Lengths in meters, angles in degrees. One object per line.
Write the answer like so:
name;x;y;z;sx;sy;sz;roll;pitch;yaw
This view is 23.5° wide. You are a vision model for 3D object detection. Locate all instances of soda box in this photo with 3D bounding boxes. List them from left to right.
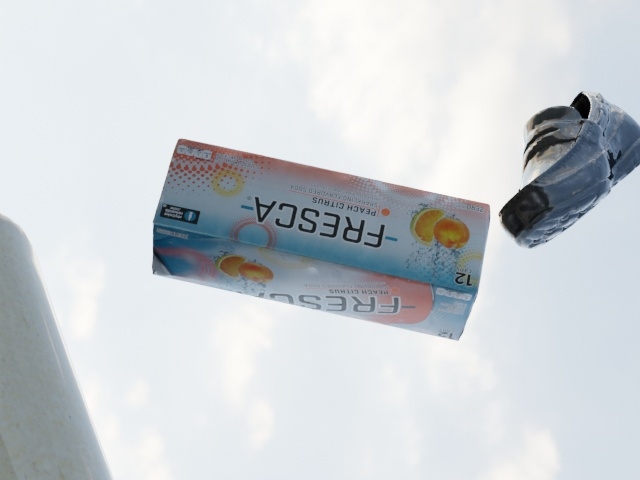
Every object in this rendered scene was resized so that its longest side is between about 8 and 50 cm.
soda box;0.000;0.000;0.863;0.058;0.183;0.063;99;3;-58

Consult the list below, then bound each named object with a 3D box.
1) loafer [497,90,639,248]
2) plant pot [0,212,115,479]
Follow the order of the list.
loafer;0.172;-0.055;1.104;0.078;0.223;0.076;50;-57;3
plant pot;-0.271;0.151;0.984;0.334;0.333;0.306;-39;-123;42
